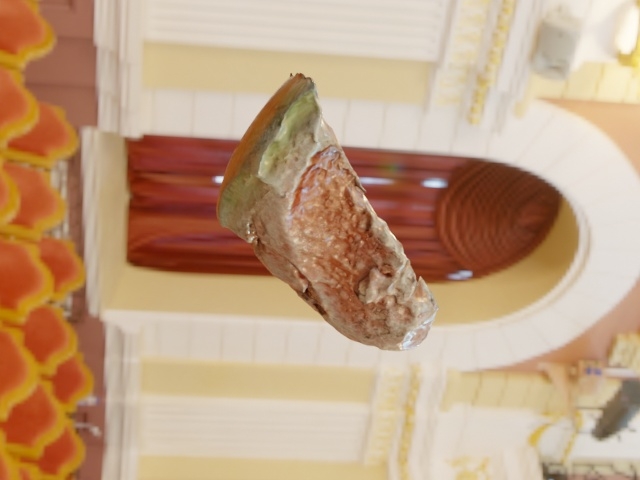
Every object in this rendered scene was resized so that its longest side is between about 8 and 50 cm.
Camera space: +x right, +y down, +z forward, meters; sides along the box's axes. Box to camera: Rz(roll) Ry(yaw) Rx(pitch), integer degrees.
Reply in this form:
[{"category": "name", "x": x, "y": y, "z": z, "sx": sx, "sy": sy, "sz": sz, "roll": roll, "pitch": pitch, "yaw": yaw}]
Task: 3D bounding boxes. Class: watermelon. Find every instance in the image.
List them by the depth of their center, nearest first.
[{"category": "watermelon", "x": 0.000, "y": 0.000, "z": 0.580, "sx": 0.139, "sy": 0.071, "sz": 0.187, "roll": 52, "pitch": -6, "yaw": 12}]
